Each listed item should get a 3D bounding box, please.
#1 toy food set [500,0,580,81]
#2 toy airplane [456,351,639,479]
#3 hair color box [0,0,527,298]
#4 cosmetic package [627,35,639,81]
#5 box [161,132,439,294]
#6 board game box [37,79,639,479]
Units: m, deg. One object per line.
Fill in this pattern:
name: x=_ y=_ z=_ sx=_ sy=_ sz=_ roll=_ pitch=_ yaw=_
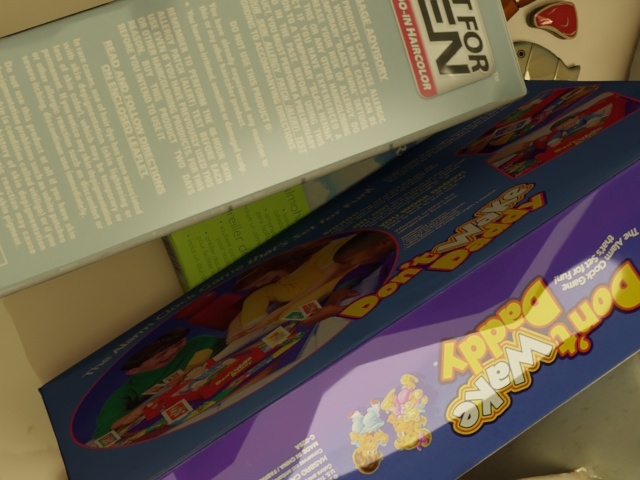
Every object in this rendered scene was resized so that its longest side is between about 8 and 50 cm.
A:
toy food set: x=0.119 y=-0.142 z=0.782 sx=0.122 sy=0.019 sz=0.078 roll=6 pitch=95 yaw=-19
toy airplane: x=0.218 y=0.138 z=0.701 sx=0.384 sy=0.386 sz=0.272 roll=-2 pitch=80 yaw=-7
hair color box: x=-0.107 y=-0.064 z=0.632 sx=0.374 sy=0.185 sz=0.114 roll=-21 pitch=102 yaw=-15
cosmetic package: x=0.399 y=-0.092 z=0.842 sx=0.377 sy=0.097 sz=0.284 roll=16 pitch=94 yaw=-19
box: x=0.000 y=0.000 z=0.749 sx=0.178 sy=0.042 sz=0.109 roll=-23 pitch=104 yaw=-14
board game box: x=0.034 y=0.037 z=0.620 sx=0.347 sy=0.233 sz=0.078 roll=-33 pitch=105 yaw=-10
